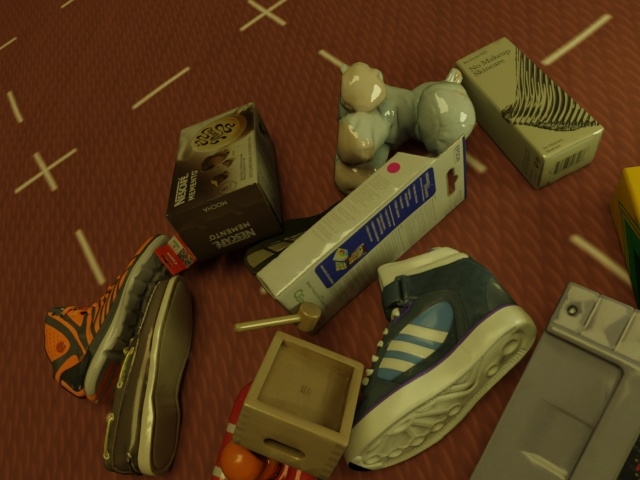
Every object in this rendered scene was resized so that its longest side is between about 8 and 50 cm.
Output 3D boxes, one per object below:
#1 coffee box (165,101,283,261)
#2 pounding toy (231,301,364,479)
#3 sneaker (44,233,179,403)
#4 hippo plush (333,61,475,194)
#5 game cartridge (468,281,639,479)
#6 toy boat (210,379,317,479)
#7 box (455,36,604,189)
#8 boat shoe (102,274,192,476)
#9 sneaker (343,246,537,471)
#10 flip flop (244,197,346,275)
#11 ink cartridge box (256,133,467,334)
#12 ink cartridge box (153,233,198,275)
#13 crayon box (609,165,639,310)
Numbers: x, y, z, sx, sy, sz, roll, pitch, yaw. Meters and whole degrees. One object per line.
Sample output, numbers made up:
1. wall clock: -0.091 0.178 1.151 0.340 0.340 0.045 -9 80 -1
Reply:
1. coffee box: -0.176 -0.121 0.884 0.168 0.118 0.297 -19 42 8
2. pounding toy: -0.043 0.180 0.631 0.181 0.094 0.206 21 33 2
3. sneaker: -0.399 0.119 0.862 0.180 0.124 0.321 13 67 23
4. hippo plush: 0.148 -0.196 0.848 0.237 0.234 0.294 3 19 0
5. game cartridge: 0.322 0.254 0.532 0.230 0.068 0.354 27 92 32
6. toy boat: -0.086 0.303 0.644 0.151 0.151 0.231 6 64 20
7. box: 0.357 -0.232 0.830 0.113 0.094 0.275 -28 58 1
8. boat shoe: -0.287 0.214 0.782 0.097 0.116 0.324 -5 67 12
9. sneaker: 0.125 0.151 0.696 0.323 0.130 0.236 -44 39 6
10. flip flop: 0.000 0.000 0.832 0.277 0.080 0.112 -26 40 -15
11. ink cartridge box: 0.083 -0.012 0.749 0.371 0.175 0.069 -39 57 -6
12. ink cartridge box: -0.249 0.015 0.872 0.029 0.115 0.063 -40 89 30
13. crayon box: 0.616 0.035 0.592 0.363 0.106 0.312 -5 61 16
